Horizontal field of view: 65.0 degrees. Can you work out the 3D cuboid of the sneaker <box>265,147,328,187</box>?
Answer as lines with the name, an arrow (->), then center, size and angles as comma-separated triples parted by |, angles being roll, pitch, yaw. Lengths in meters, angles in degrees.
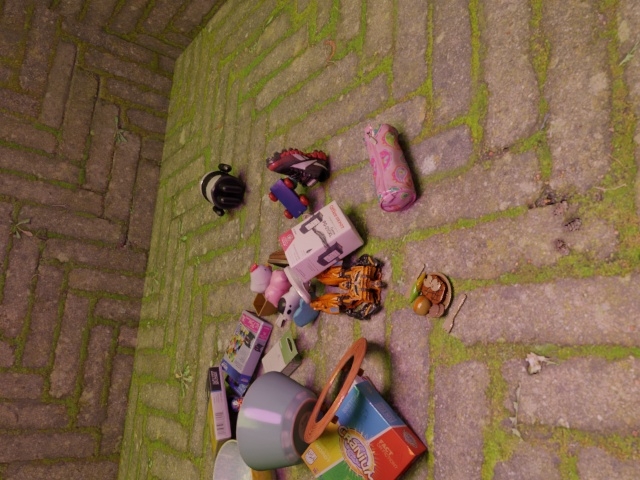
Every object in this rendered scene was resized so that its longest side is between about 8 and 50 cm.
sneaker -> -0.072, -0.259, 1.825 | 0.098, 0.276, 0.135 | -32, 72, 44

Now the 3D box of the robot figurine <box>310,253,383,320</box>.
robot figurine -> 0.085, 0.152, 1.613 | 0.291, 0.085, 0.211 | -15, 66, 51

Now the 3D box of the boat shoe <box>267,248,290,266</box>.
boat shoe -> -0.075, 0.050, 1.863 | 0.307, 0.111, 0.104 | -2, 74, 44

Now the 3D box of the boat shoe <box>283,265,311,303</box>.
boat shoe -> -0.065, 0.141, 1.709 | 0.063, 0.066, 0.184 | -34, 36, -2

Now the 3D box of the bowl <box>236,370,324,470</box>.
bowl -> -0.103, 0.580, 1.589 | 0.163, 0.312, 0.311 | -3, 76, 34

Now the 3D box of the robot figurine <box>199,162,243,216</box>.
robot figurine -> -0.480, -0.248, 2.455 | 0.209, 0.173, 0.278 | -47, 35, -11

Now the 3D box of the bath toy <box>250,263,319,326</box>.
bath toy -> -0.144, 0.174, 1.853 | 0.151, 0.129, 0.348 | -40, 43, -22

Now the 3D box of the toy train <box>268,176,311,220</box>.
toy train -> -0.076, -0.136, 1.915 | 0.105, 0.248, 0.143 | -39, 7, 20

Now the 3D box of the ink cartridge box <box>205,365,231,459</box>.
ink cartridge box -> -0.428, 0.724, 2.063 | 0.307, 0.072, 0.303 | 111, 149, -44

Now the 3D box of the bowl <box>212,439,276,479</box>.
bowl -> -0.251, 0.857, 1.785 | 0.289, 0.156, 0.289 | -21, 63, 49

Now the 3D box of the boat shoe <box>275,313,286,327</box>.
boat shoe -> -0.138, 0.291, 1.926 | 0.035, 0.035, 0.100 | 37, 108, 23

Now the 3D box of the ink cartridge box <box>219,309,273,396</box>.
ink cartridge box -> -0.315, 0.455, 2.047 | 0.186, 0.065, 0.311 | 16, 84, 55

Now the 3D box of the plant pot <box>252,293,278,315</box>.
plant pot -> -0.207, 0.249, 1.985 | 0.081, 0.083, 0.081 | -62, 37, 20

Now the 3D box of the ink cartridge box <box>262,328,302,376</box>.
ink cartridge box -> -0.130, 0.428, 1.839 | 0.209, 0.062, 0.109 | -52, 42, 31

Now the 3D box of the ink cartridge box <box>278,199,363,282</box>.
ink cartridge box -> 0.000, 0.000, 1.673 | 0.237, 0.100, 0.172 | -34, 41, 6

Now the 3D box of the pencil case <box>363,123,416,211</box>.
pencil case -> 0.206, -0.228, 1.541 | 0.124, 0.124, 0.284 | -38, 51, 41

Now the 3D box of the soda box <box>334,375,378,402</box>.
soda box -> 0.086, 0.510, 1.510 | 0.074, 0.069, 0.216 | 50, 120, 48

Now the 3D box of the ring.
ring -> 0.052, 0.431, 1.447 | 0.336, 0.032, 0.336 | -58, 0, -1

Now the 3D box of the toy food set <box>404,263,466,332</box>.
toy food set -> 0.298, 0.149, 1.360 | 0.192, 0.039, 0.132 | 41, 112, 51

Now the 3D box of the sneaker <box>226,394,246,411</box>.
sneaker -> -0.306, 0.655, 1.987 | 0.221, 0.087, 0.083 | -18, 66, 51

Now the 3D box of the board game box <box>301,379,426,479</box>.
board game box -> 0.109, 0.589, 1.392 | 0.242, 0.064, 0.316 | 45, 115, 31
